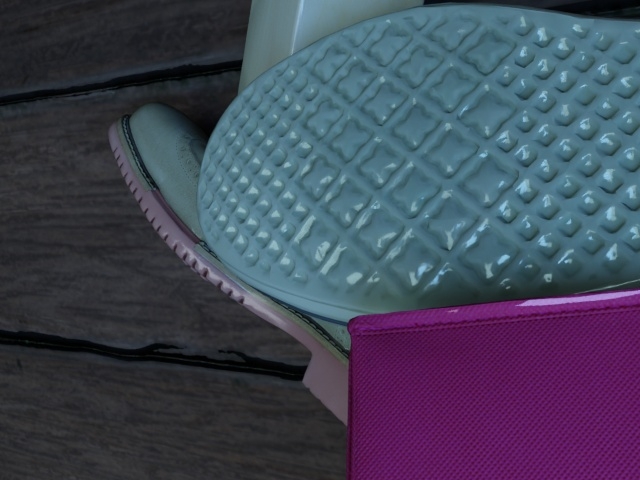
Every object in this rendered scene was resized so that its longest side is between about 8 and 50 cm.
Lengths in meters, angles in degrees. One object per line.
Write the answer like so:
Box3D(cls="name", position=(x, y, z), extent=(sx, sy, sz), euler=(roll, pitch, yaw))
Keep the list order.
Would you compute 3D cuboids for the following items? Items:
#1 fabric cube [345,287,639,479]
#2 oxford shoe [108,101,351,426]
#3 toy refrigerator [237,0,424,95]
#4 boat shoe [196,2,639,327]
Box3D(cls="fabric cube", position=(0.155, 0.186, 0.350), extent=(0.259, 0.254, 0.258), euler=(-8, 58, 14))
Box3D(cls="oxford shoe", position=(0.000, 0.000, 0.650), extent=(0.397, 0.140, 0.146), euler=(41, 99, 20))
Box3D(cls="toy refrigerator", position=(0.018, -0.189, 0.574), extent=(0.102, 0.094, 0.269), euler=(-131, 48, -59))
Box3D(cls="boat shoe", position=(0.161, -0.028, 0.442), extent=(0.500, 0.156, 0.187), euler=(-4, 70, 26))
